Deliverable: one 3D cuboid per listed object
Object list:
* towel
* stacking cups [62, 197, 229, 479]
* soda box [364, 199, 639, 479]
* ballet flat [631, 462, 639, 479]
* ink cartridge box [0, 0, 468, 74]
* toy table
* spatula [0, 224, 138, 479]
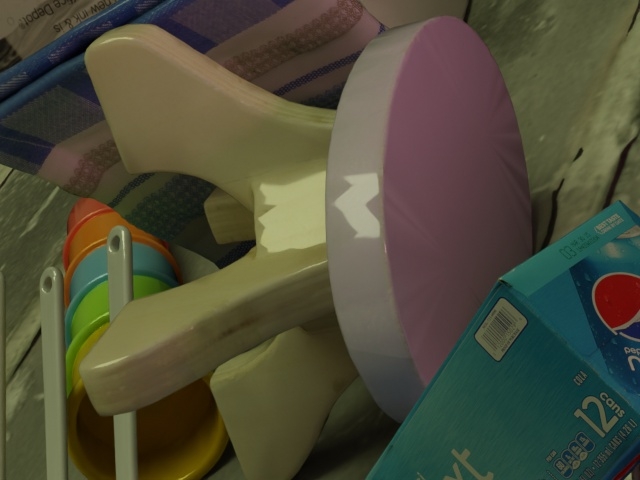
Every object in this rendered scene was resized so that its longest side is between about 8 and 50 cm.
[{"bbox_3d":[-0.046,-0.066,0.887,0.209,0.285,0.034,-28,63,18],"label":"towel"},{"bbox_3d":[-0.120,0.050,0.991,0.096,0.096,0.316,-37,21,4],"label":"stacking cups"},{"bbox_3d":[0.067,0.084,0.565,0.071,0.067,0.210,-31,-21,-39],"label":"soda box"},{"bbox_3d":[0.211,0.025,0.620,0.248,0.086,0.086,-42,27,-9],"label":"ballet flat"},{"bbox_3d":[-0.121,-0.229,1.070,0.285,0.395,0.166,-21,30,32],"label":"ink cartridge box"},{"bbox_3d":[0.000,0.000,0.759,0.161,0.252,0.274,-12,9,20],"label":"toy table"},{"bbox_3d":[-0.135,0.120,0.816,0.168,0.019,0.242,-19,68,44],"label":"spatula"}]
